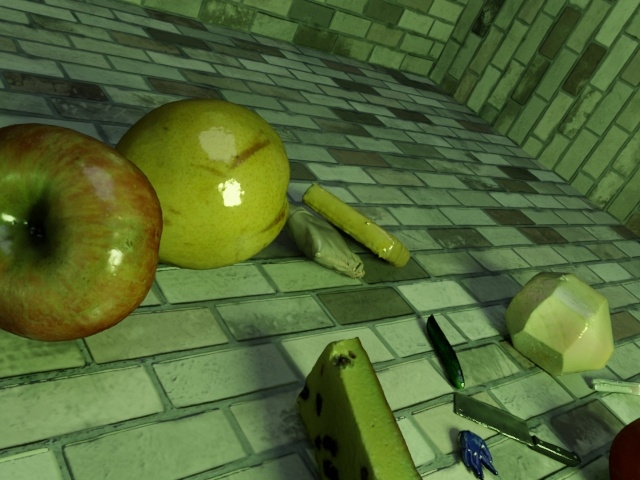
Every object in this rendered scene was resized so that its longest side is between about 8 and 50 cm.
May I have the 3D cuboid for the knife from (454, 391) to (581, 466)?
[{"bbox_3d":[0.355,0.339,1.119,0.245,0.019,0.072,25,27,-1],"label":"knife"}]

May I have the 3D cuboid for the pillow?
[{"bbox_3d":[0.000,0.000,1.237,0.173,0.067,0.270,49,8,27],"label":"pillow"}]

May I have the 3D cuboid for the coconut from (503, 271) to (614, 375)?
[{"bbox_3d":[0.536,0.181,1.349,0.236,0.197,0.237,22,23,-10],"label":"coconut"}]

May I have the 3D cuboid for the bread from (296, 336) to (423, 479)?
[{"bbox_3d":[0.057,0.299,0.803,0.077,0.138,0.361,10,33,-26],"label":"bread"}]

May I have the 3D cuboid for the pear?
[{"bbox_3d":[-0.204,-0.096,1.075,0.314,0.314,0.314,21,29,-12],"label":"pear"}]

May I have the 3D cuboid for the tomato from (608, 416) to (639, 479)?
[{"bbox_3d":[0.565,0.405,1.042,0.233,0.139,0.201,34,42,-45],"label":"tomato"}]

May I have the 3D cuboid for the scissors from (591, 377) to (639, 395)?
[{"bbox_3d":[0.712,0.333,1.386,0.242,0.031,0.118,8,-9,-14],"label":"scissors"}]

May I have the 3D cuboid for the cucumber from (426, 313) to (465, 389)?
[{"bbox_3d":[0.246,0.218,1.209,0.036,0.033,0.184,39,18,-35],"label":"cucumber"}]

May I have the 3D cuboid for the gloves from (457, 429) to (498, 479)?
[{"bbox_3d":[0.256,0.350,1.005,0.064,0.026,0.086,22,29,-15],"label":"gloves"}]

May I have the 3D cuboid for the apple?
[{"bbox_3d":[-0.351,-0.009,0.833,0.309,0.277,0.250,46,-4,10],"label":"apple"}]

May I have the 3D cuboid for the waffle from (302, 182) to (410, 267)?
[{"bbox_3d":[0.086,-0.028,1.351,0.221,0.055,0.248,36,3,17],"label":"waffle"}]
